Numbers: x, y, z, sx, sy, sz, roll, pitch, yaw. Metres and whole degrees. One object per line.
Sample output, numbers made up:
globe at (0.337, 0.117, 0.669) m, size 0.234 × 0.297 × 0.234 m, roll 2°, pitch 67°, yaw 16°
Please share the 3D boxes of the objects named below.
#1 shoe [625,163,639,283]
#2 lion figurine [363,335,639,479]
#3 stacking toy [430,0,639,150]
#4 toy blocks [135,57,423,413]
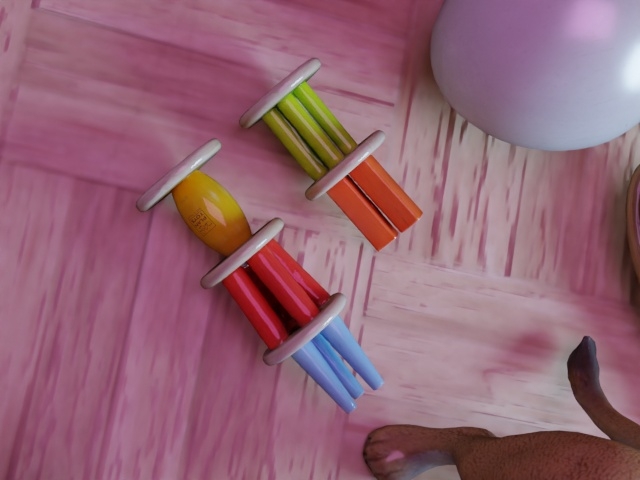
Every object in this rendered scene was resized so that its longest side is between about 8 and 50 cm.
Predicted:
shoe at (0.230, 0.052, 0.608) m, size 0.076 × 0.058 × 0.219 m, roll -23°, pitch 86°, yaw 2°
lion figurine at (0.045, 0.169, 0.434) m, size 0.142 × 0.240 × 0.392 m, roll 47°, pitch 72°, yaw -6°
stacking toy at (0.289, -0.155, 0.568) m, size 0.480 × 0.350 × 0.350 m, roll -15°, pitch 87°, yaw 1°
toy blocks at (0.000, 0.000, 0.541) m, size 0.123 × 0.054 × 0.148 m, roll -41°, pitch 95°, yaw -17°
